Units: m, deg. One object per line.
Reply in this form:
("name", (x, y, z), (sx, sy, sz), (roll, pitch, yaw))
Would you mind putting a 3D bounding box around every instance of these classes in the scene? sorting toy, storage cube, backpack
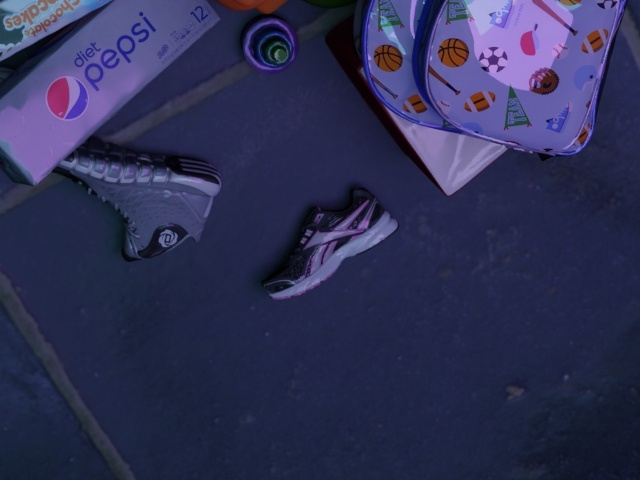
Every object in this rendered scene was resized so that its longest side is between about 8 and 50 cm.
("sorting toy", (0.037, -0.335, 1.861), (0.127, 0.126, 0.365), (34, 97, -18))
("storage cube", (0.141, -0.194, 1.886), (0.184, 0.193, 0.215), (-36, 110, 1))
("backpack", (0.167, -0.215, 1.683), (0.263, 0.213, 0.276), (12, 107, -3))

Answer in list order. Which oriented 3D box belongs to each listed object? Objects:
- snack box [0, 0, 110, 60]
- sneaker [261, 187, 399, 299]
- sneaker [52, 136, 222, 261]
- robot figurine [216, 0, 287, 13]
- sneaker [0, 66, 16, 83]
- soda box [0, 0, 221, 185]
("snack box", (-0.347, -0.235, 1.788), (0.322, 0.187, 0.060), (-29, 109, -1))
("sneaker", (0.000, 0.000, 1.992), (0.178, 0.072, 0.077), (-34, 97, -7))
("sneaker", (-0.236, -0.040, 1.922), (0.229, 0.086, 0.132), (12, 111, -10))
("robot figurine", (-0.108, -0.331, 1.783), (0.219, 0.128, 0.158), (31, 72, -41))
("sneaker", (-0.432, -0.113, 1.848), (0.252, 0.111, 0.103), (-24, 109, -3))
("soda box", (-0.252, -0.189, 1.826), (0.286, 0.091, 0.098), (-45, 111, -15))
